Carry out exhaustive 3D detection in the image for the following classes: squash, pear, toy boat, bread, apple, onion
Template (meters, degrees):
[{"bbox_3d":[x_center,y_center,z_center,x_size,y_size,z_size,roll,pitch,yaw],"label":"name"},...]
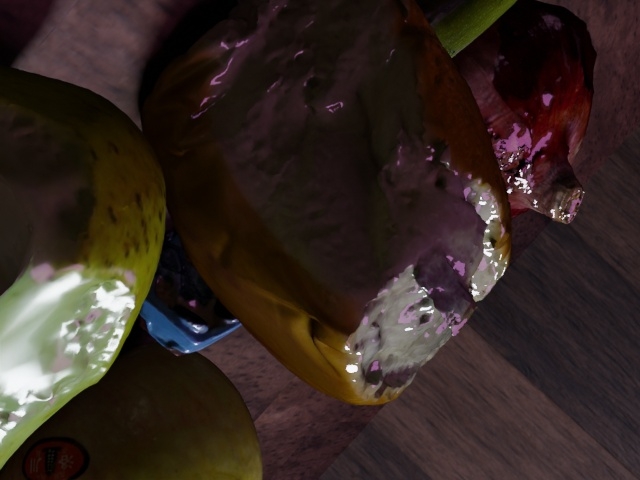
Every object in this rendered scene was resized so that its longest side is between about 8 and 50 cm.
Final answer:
[{"bbox_3d":[0.112,-0.209,1.598,0.331,0.087,0.087,-44,169,-26],"label":"squash"},{"bbox_3d":[-0.198,0.040,1.063,0.282,0.176,0.286,-44,170,-27],"label":"pear"},{"bbox_3d":[-0.068,0.008,1.637,0.223,0.100,0.097,-44,176,-45],"label":"toy boat"},{"bbox_3d":[0.012,-0.036,1.365,0.225,0.279,0.250,-33,167,-3],"label":"bread"},{"bbox_3d":[-0.164,0.216,1.734,0.261,0.194,0.261,-41,174,-6],"label":"apple"},{"bbox_3d":[0.160,-0.100,1.800,0.252,0.219,0.252,-39,159,-19],"label":"onion"}]
